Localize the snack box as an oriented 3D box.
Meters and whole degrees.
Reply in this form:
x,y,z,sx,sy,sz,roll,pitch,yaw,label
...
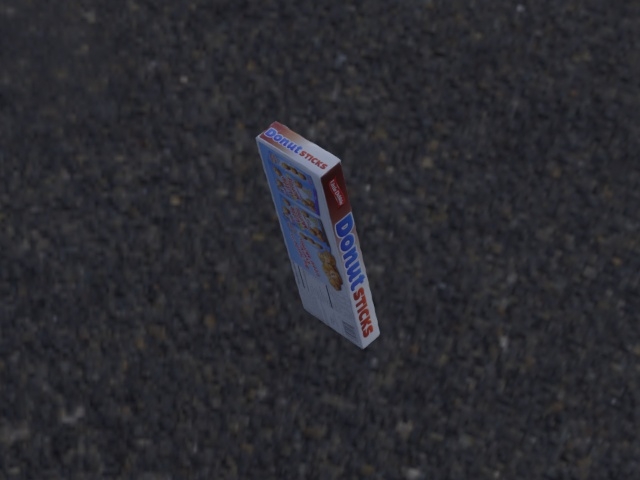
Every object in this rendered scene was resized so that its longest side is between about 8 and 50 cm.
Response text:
x,y,z,sx,sy,sz,roll,pitch,yaw,label
0.000,0.000,1.009,0.022,0.178,0.064,-39,51,-22,snack box
